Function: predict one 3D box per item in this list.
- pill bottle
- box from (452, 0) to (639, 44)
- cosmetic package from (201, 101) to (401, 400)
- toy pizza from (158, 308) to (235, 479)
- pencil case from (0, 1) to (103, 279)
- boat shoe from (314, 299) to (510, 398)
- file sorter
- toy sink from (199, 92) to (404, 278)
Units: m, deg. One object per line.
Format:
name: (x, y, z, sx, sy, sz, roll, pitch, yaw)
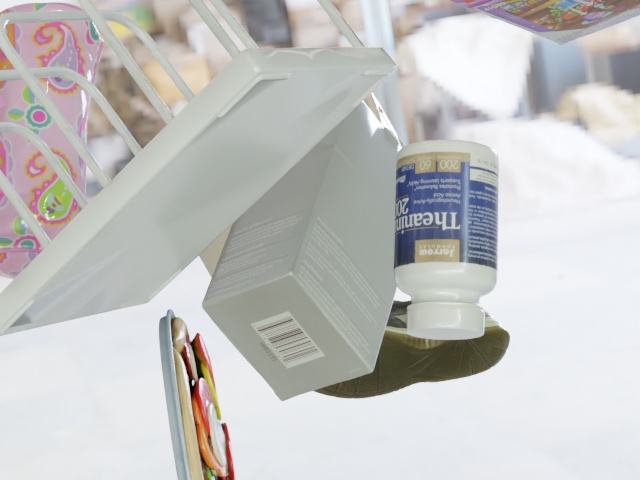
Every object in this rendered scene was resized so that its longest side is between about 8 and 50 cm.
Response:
pill bottle: (0.080, 0.000, 1.176, 0.067, 0.120, 0.067, 1, -11, 0)
box: (0.258, -0.253, 1.522, 0.293, 0.057, 0.201, -19, -20, 38)
cosmetic package: (0.000, 0.000, 1.549, 0.107, 0.127, 0.238, -21, 32, 30)
toy pizza: (-0.077, 0.144, 1.248, 0.032, 0.201, 0.201, -10, 9, -1)
pencil case: (-0.284, -0.095, 1.857, 0.124, 0.284, 0.124, 0, -17, 0)
boat shoe: (0.067, 0.093, 1.730, 0.223, 0.080, 0.073, -4, 36, -23)
file sorter: (-0.131, -0.093, 1.266, 0.278, 0.173, 0.193, -42, -14, 25)
toy sink: (-0.018, -0.045, 2.055, 0.234, 0.153, 0.131, -35, -13, 22)
